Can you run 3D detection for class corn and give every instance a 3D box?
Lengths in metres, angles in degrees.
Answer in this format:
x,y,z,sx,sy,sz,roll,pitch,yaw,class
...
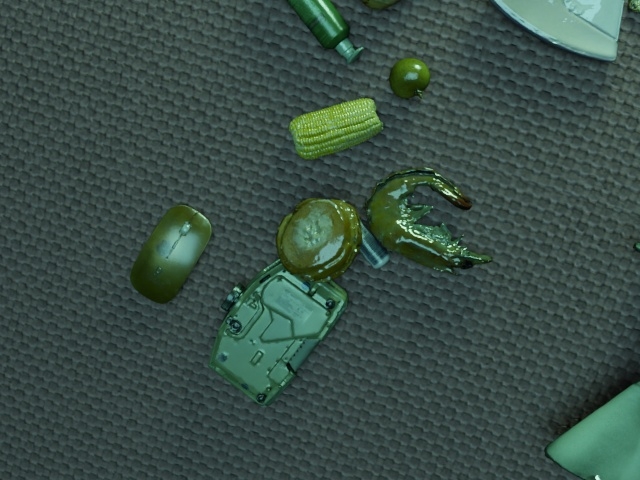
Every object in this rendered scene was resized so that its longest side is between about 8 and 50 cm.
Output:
x,y,z,sx,sy,sz,roll,pitch,yaw,class
0.028,-0.205,1.575,0.165,0.063,0.085,-19,71,7,corn

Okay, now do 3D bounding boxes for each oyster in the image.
x,y,z,sx,sy,sz,roll,pitch,yaw,class
0.564,-0.427,1.497,0.054,0.019,0.083,43,99,-2,oyster

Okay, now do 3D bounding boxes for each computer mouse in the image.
x,y,z,sx,sy,sz,roll,pitch,yaw,class
-0.287,0.029,1.656,0.102,0.045,0.199,34,101,-1,computer mouse

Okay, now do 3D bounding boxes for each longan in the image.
x,y,z,sx,sy,sz,roll,pitch,yaw,class
0.160,-0.283,1.538,0.075,0.075,0.083,-26,66,10,longan

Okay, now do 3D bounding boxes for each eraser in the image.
x,y,z,sx,sy,sz,roll,pitch,yaw,class
0.404,-0.425,1.496,0.243,0.059,0.204,8,100,2,eraser

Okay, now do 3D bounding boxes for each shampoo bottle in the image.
x,y,z,sx,sy,sz,roll,pitch,yaw,class
-0.001,-0.402,1.547,0.065,0.065,0.204,-38,92,11,shampoo bottle

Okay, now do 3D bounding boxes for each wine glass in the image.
x,y,z,sx,sy,sz,roll,pitch,yaw,class
0.578,0.226,1.485,0.267,0.267,0.406,19,95,4,wine glass

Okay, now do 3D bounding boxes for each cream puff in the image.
x,y,z,sx,sy,sz,roll,pitch,yaw,class
0.000,0.000,1.546,0.165,0.115,0.150,-23,70,11,cream puff

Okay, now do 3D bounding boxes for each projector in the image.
x,y,z,sx,sy,sz,roll,pitch,yaw,class
-0.094,0.159,1.629,0.193,0.088,0.269,37,100,-2,projector

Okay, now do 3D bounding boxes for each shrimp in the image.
x,y,z,sx,sy,sz,roll,pitch,yaw,class
0.205,-0.039,1.585,0.253,0.058,0.173,17,92,6,shrimp

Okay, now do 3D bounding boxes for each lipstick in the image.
x,y,z,sx,sy,sz,roll,pitch,yaw,class
0.072,-0.010,1.608,0.040,0.040,0.141,-39,91,11,lipstick

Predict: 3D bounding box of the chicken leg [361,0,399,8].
x,y,z,sx,sy,sz,roll,pitch,yaw,class
0.153,-0.481,1.508,0.207,0.085,0.101,-28,107,1,chicken leg
